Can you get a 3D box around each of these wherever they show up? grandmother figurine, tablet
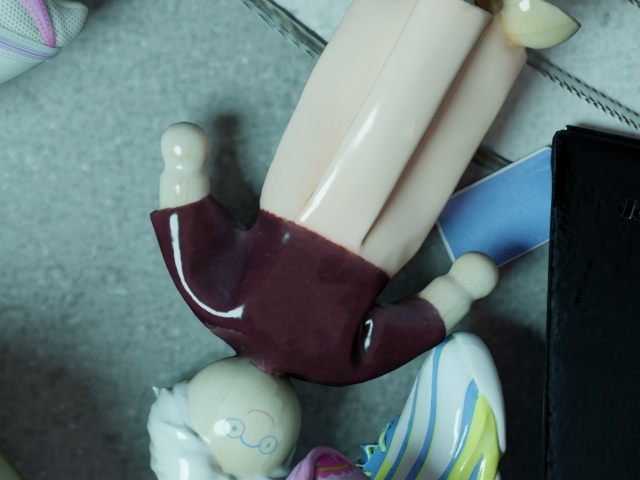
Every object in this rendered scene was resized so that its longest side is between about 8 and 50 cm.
[{"bbox_3d":[0.000,0.000,0.972,0.208,0.104,0.342,26,92,-3],"label":"grandmother figurine"},{"bbox_3d":[0.111,-0.015,1.043,0.083,0.006,0.054,-27,106,-8],"label":"tablet"}]

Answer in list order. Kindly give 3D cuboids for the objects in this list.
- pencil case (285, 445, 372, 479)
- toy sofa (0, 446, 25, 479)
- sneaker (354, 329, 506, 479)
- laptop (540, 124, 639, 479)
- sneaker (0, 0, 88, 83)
[{"bbox_3d":[-0.051,0.238,0.947,0.124,0.124,0.284,39,112,-18],"label":"pencil case"},{"bbox_3d":[-0.325,0.192,0.901,0.362,0.150,0.177,-35,102,-5],"label":"toy sofa"},{"bbox_3d":[0.028,0.165,1.014,0.126,0.091,0.240,8,100,-15],"label":"sneaker"},{"bbox_3d":[0.268,0.189,1.114,0.382,0.236,0.408,10,127,-17],"label":"laptop"},{"bbox_3d":[-0.190,-0.189,0.883,0.111,0.103,0.252,-25,123,-22],"label":"sneaker"}]
